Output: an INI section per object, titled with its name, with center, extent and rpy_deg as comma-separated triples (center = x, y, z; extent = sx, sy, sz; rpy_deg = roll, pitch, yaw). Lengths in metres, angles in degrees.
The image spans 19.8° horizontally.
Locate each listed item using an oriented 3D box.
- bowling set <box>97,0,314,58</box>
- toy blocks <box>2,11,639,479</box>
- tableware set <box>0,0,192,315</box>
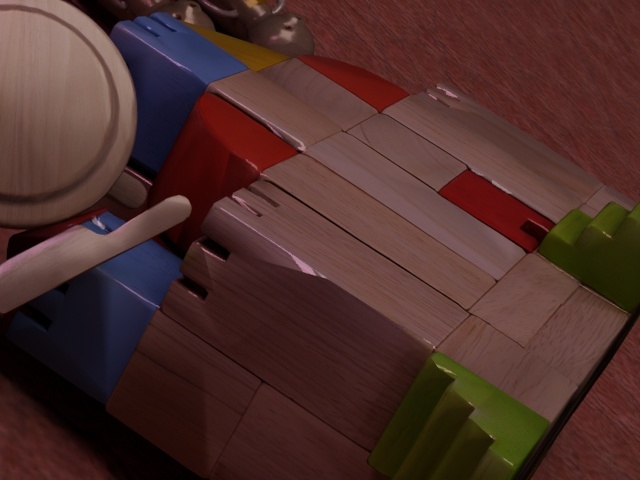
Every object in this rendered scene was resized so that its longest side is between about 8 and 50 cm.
[bowling set]
center = -0.070, -0.192, 0.964
extent = 0.154, 0.200, 0.287
rpy_deg = 50, 29, 16
[toy blocks]
center = 0.000, 0.000, 0.796
extent = 0.261, 0.190, 0.381
rpy_deg = 33, 22, 10
[tableware set]
center = -0.152, -0.018, 0.616
extent = 0.194, 0.039, 0.128
rpy_deg = -28, 87, -25
